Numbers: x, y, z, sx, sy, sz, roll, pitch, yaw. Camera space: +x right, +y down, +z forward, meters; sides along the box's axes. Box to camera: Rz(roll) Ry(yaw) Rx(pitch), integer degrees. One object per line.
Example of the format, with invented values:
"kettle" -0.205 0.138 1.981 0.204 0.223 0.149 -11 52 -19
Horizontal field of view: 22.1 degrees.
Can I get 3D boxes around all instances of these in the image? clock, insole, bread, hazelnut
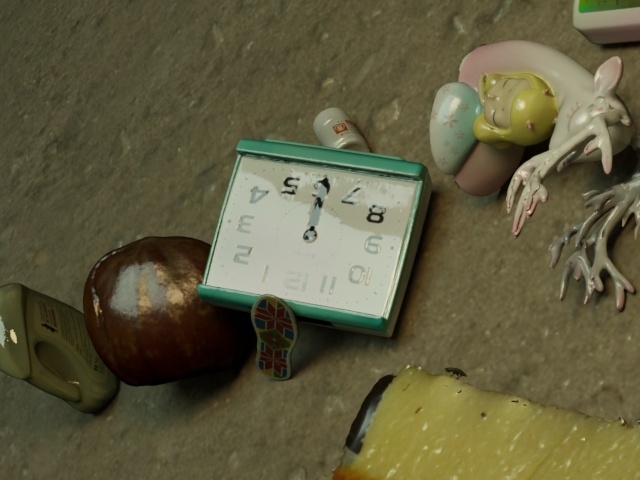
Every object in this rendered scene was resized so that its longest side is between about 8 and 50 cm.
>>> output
"clock" 0.000 0.000 2.129 0.262 0.116 0.231 9 74 21
"insole" -0.059 0.127 2.111 0.065 0.193 0.006 18 55 9
"bread" 0.131 0.298 1.672 0.345 0.242 0.405 -60 6 -12
"hazelnut" -0.207 0.091 2.254 0.234 0.218 0.218 -13 49 4

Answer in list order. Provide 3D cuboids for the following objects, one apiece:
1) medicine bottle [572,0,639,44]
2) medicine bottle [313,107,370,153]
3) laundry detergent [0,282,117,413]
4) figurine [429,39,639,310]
"medicine bottle" 0.411 -0.299 1.967 0.219 0.078 0.115 2 64 47
"medicine bottle" 0.029 -0.140 2.281 0.057 0.057 0.089 -46 39 14
"laundry detergent" -0.415 0.148 2.397 0.091 0.253 0.181 -39 42 20
"figurine" 0.269 -0.086 1.904 0.316 0.206 0.284 7 64 55
